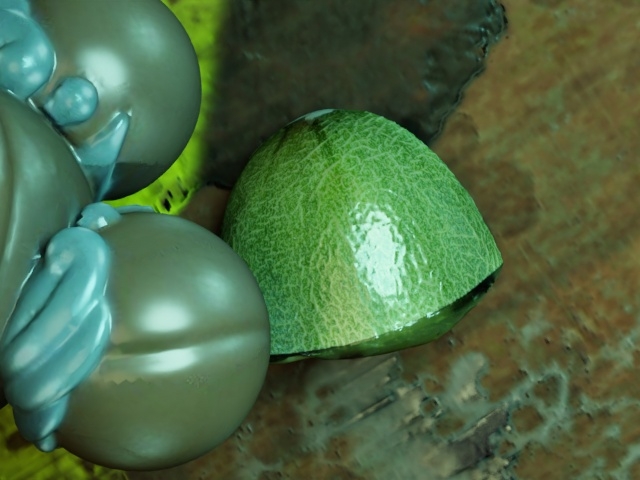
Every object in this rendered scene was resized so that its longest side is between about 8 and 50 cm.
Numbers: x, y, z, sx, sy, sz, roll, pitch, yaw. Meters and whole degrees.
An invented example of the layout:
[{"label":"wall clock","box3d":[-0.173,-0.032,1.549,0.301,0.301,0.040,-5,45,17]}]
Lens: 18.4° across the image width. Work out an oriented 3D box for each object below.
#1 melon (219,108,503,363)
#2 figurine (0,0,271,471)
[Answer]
[{"label":"melon","box3d":[0.000,0.000,1.023,0.160,0.079,0.128,-14,97,24]},{"label":"figurine","box3d":[-0.231,0.044,1.033,0.388,0.248,0.276,-38,59,35]}]
